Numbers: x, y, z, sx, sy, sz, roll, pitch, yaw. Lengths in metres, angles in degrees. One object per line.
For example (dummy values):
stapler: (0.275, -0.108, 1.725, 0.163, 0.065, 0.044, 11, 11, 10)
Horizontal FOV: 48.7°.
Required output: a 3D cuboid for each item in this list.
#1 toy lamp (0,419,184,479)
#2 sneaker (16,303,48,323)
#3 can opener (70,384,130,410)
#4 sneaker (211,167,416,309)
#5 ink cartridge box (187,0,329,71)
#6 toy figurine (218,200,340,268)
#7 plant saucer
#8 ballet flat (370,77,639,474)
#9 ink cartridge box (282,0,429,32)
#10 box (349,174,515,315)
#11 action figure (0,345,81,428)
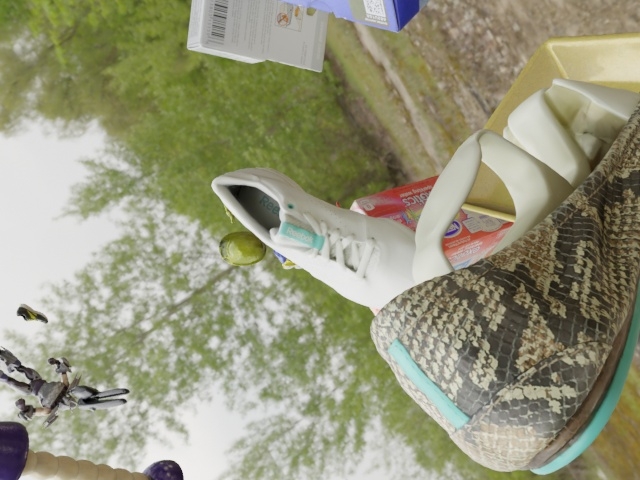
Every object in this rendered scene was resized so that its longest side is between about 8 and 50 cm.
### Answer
toy lamp: (-0.271, 0.249, 0.760, 0.274, 0.080, 0.080, 31, -158, -42)
sneaker: (-0.732, 0.194, 1.792, 0.083, 0.031, 0.035, 33, -128, -18)
can opener: (-0.542, 0.394, 1.753, 0.073, 0.186, 0.059, 34, -122, -50)
sneaker: (0.000, 0.000, 0.593, 0.212, 0.080, 0.094, 26, -174, 18)
ink cartridge box: (-0.095, -0.445, 1.221, 0.239, 0.275, 0.060, 4, -175, -34)
toy figurine: (-0.053, -0.022, 1.786, 0.217, 0.362, 0.191, 177, 95, -65)
plant saucer: (0.375, -0.146, 1.027, 0.081, 0.333, 0.332, 38, 174, -28)
ballet flat: (0.196, -0.033, 0.560, 0.182, 0.483, 0.164, 41, 137, 11)
ink cartridge box: (0.070, -0.448, 0.982, 0.270, 0.395, 0.151, 27, 155, 33)
box: (0.186, -0.005, 1.239, 0.154, 0.300, 0.142, 52, 140, 25)
action figure: (-0.754, 0.374, 1.844, 0.285, 0.099, 0.185, 25, -135, 4)
